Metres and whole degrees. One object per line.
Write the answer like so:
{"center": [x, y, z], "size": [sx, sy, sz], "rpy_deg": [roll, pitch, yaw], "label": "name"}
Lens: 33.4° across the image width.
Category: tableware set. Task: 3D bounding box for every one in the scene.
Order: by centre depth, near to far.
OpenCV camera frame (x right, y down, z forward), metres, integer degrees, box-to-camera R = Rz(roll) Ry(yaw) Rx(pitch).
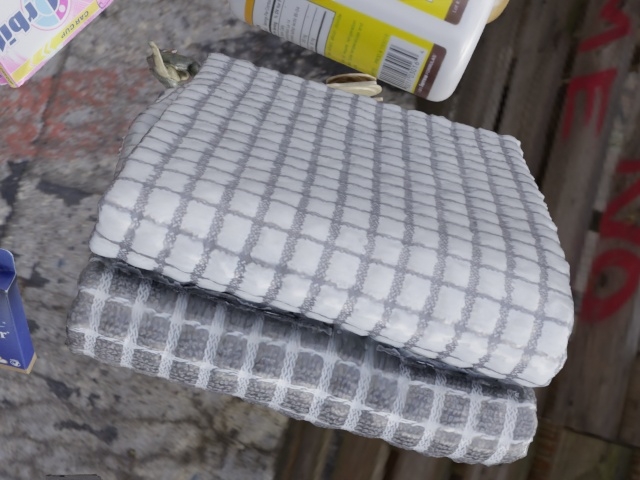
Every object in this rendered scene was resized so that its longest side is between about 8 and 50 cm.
{"center": [-0.007, -0.233, 1.585], "size": [0.194, 0.128, 0.039], "rpy_deg": [-2, 86, 7], "label": "tableware set"}

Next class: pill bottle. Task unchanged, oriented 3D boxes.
{"center": [0.014, -0.190, 0.757], "size": [0.215, 0.117, 0.117], "rpy_deg": [24, 81, 1], "label": "pill bottle"}

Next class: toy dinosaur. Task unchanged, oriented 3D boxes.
{"center": [-0.189, -0.227, 1.466], "size": [0.118, 0.268, 0.064], "rpy_deg": [29, 92, -11], "label": "toy dinosaur"}

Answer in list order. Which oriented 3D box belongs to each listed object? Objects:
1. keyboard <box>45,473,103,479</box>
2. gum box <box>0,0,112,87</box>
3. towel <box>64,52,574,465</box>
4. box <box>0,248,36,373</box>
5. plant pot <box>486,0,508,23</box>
{"center": [-0.315, 0.318, 1.322], "size": [0.100, 0.192, 0.038], "rpy_deg": [3, 83, -15], "label": "keyboard"}
{"center": [-0.351, -0.282, 1.286], "size": [0.188, 0.062, 0.107], "rpy_deg": [-50, 133, -24], "label": "gum box"}
{"center": [0.000, 0.000, 0.607], "size": [0.235, 0.284, 0.121], "rpy_deg": [16, 112, -4], "label": "towel"}
{"center": [-0.428, 0.078, 1.295], "size": [0.136, 0.225, 0.036], "rpy_deg": [13, 50, 4], "label": "box"}
{"center": [0.142, -0.353, 1.182], "size": [0.236, 0.032, 0.236], "rpy_deg": [17, 61, -35], "label": "plant pot"}
